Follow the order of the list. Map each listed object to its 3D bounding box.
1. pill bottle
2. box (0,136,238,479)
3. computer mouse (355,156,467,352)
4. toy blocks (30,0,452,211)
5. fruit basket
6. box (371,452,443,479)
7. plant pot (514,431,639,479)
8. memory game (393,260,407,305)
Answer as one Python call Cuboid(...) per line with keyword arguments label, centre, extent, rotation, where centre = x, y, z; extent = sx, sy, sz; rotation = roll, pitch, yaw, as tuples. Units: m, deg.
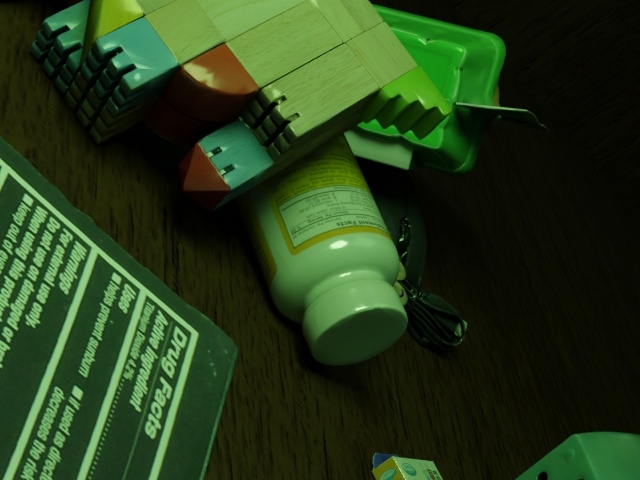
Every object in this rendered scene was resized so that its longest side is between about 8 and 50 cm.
Cuboid(label="pill bottle", centre=(0.000, 0.000, 1.305), extent=(0.118, 0.118, 0.208), rotation=(30, 31, -52))
Cuboid(label="box", centre=(-0.207, 0.077, 0.460), extent=(0.294, 0.183, 0.296), rotation=(44, 33, -23))
Cuboid(label="computer mouse", centre=(0.078, -0.019, 1.619), extent=(0.188, 0.072, 0.272), rotation=(36, 24, -40))
Cuboid(label="toy blocks", centre=(-0.112, -0.182, 1.218), extent=(0.261, 0.191, 0.381), rotation=(-34, 85, -33))
Cuboid(label="fruit basket", centre=(0.080, -0.157, 1.643), extent=(0.327, 0.165, 0.353), rotation=(16, -1, 11))
Cuboid(label="box", centre=(0.093, 0.233, 1.250), extent=(0.081, 0.028, 0.136), rotation=(20, 39, -59))
Cuboid(label="plant pot", centre=(0.297, 0.292, 1.450), extent=(0.234, 0.165, 0.165), rotation=(28, 29, -37))
Cuboid(label="memory game", centre=(0.013, 0.004, 1.439), extent=(0.186, 0.012, 0.186), rotation=(31, 33, -23))
